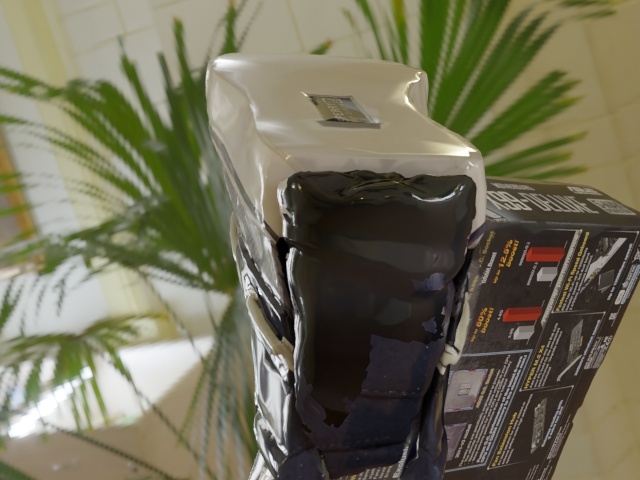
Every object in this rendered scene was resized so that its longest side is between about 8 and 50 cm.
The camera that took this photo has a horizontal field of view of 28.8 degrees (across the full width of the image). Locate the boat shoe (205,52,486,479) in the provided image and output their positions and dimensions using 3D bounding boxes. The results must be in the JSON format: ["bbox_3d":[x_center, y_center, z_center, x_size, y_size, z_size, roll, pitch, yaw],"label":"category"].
[{"bbox_3d":[0.000,0.000,0.629,0.127,0.158,0.340,3,17,-3],"label":"boat shoe"}]

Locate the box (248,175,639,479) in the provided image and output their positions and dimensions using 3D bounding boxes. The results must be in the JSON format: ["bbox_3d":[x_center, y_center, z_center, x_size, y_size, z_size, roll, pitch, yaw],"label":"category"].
[{"bbox_3d":[0.080,0.110,0.829,0.242,0.307,0.076,0,26,-45],"label":"box"}]
